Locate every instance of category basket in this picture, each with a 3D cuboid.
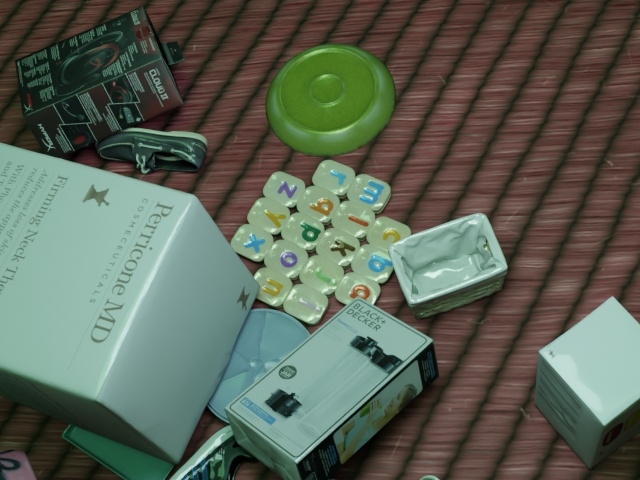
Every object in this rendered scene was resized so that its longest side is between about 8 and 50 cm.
[{"bbox_3d":[0.205,0.046,1.704,0.167,0.103,0.113,-20,63,1],"label":"basket"}]

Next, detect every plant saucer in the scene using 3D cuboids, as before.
[{"bbox_3d":[0.015,-0.264,1.920,0.241,0.037,0.241,-4,65,8],"label":"plant saucer"},{"bbox_3d":[-0.323,0.336,1.706,0.192,0.018,0.067,28,73,21],"label":"plant saucer"}]

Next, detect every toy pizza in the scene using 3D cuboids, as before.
[{"bbox_3d":[-0.101,0.208,1.720,0.201,0.032,0.201,-3,65,7],"label":"toy pizza"}]

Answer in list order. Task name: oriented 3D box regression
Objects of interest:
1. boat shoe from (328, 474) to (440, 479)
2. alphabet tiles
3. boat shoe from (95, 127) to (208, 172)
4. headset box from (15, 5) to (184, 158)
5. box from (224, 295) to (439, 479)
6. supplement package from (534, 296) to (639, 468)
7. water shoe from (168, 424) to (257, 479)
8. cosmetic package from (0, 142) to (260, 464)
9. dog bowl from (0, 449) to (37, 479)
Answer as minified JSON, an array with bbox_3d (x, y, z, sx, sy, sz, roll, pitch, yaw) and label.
[{"bbox_3d":[0.119,0.401,1.556,0.340,0.127,0.158,29,60,18],"label":"boat shoe"},{"bbox_3d":[0.000,0.000,1.807,0.278,0.021,0.284,23,71,19],"label":"alphabet tiles"},{"bbox_3d":[-0.306,-0.156,1.904,0.206,0.075,0.065,1,62,5],"label":"boat shoe"},{"bbox_3d":[-0.390,-0.293,1.925,0.293,0.110,0.218,-24,41,-2],"label":"headset box"},{"bbox_3d":[0.020,0.226,1.597,0.290,0.087,0.169,-37,45,-25],"label":"box"},{"bbox_3d":[0.400,0.209,1.515,0.139,0.244,0.134,-36,64,-7],"label":"supplement package"},{"bbox_3d":[-0.179,0.377,1.631,0.080,0.073,0.203,36,76,20],"label":"water shoe"},{"bbox_3d":[-0.365,0.095,1.636,0.393,0.327,0.329,15,68,22],"label":"cosmetic package"},{"bbox_3d":[-0.423,0.473,1.466,0.150,0.408,0.408,-20,62,-19],"label":"dog bowl"}]
